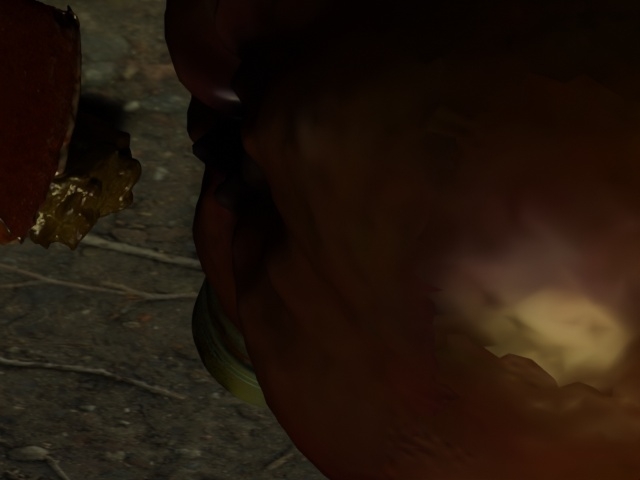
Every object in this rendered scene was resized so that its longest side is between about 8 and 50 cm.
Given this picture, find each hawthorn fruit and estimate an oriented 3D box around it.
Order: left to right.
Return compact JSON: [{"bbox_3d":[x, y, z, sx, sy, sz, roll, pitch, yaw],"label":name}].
[{"bbox_3d":[0.147,-0.072,0.767,0.472,0.471,0.471,-1,148,-1],"label":"hawthorn fruit"}]

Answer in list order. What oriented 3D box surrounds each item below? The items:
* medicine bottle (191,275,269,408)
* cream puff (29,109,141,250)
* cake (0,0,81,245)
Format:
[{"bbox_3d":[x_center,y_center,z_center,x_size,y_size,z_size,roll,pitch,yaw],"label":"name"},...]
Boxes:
[{"bbox_3d":[0.000,0.000,1.139,0.151,0.151,0.322,7,148,-13],"label":"medicine bottle"},{"bbox_3d":[-0.199,-0.047,1.097,0.122,0.116,0.094,17,134,-1],"label":"cream puff"},{"bbox_3d":[-0.285,-0.075,0.863,0.158,0.159,0.262,-4,175,36],"label":"cake"}]
